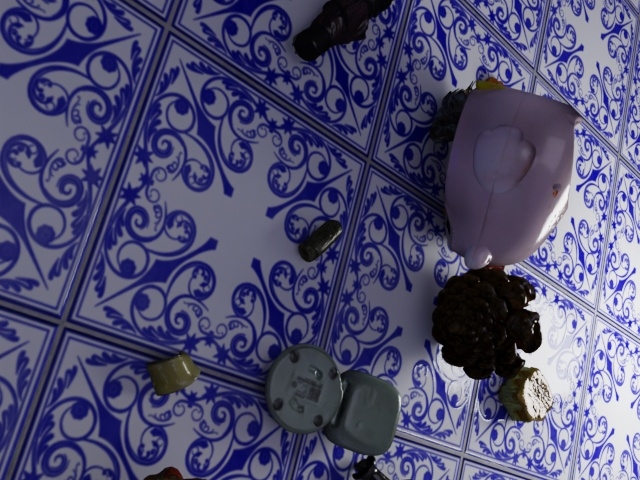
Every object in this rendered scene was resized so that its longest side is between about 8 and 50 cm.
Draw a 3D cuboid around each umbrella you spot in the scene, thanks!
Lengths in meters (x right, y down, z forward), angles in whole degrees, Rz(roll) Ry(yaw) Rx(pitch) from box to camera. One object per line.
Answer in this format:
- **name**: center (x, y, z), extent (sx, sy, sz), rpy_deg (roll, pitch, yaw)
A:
- **umbrella**: center (0.058, -0.443, 1.435), extent (0.326, 0.090, 0.094), rpy_deg (-45, 139, -35)

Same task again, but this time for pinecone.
- **pinecone**: center (0.368, 0.174, 1.600), extent (0.309, 0.244, 0.244), rpy_deg (-18, 100, -53)

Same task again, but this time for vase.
- **vase**: center (0.137, 0.496, 1.454), extent (0.183, 0.120, 0.120), rpy_deg (46, 57, -10)

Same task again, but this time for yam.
- **yam**: center (0.000, 0.000, 1.388), extent (0.094, 0.043, 0.043), rpy_deg (-43, 116, -38)

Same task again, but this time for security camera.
- **security camera**: center (0.018, 0.294, 1.371), extent (0.301, 0.080, 0.157), rpy_deg (28, 71, -28)

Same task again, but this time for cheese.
- **cheese**: center (-0.224, 0.203, 1.169), extent (0.084, 0.041, 0.060), rpy_deg (-25, 102, -40)

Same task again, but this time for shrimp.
- **shrimp**: center (0.306, -0.296, 1.668), extent (0.090, 0.079, 0.233), rpy_deg (57, 49, -31)

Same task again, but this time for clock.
- **clock**: center (0.406, -0.126, 1.586), extent (0.368, 0.250, 0.377), rpy_deg (-14, 119, -71)

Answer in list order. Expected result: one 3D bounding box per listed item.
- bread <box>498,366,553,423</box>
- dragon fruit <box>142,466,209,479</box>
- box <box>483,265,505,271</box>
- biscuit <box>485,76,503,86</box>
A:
- **bread**: center (0.499, 0.381, 1.813), extent (0.128, 0.069, 0.140), rpy_deg (-46, 117, -33)
- **dragon fruit**: center (-0.230, 0.478, 0.995), extent (0.277, 0.277, 0.343), rpy_deg (24, 85, -39)
- **box**: center (0.409, 0.051, 1.779), extent (0.082, 0.023, 0.052), rpy_deg (36, 65, -36)
- **biscuit**: center (0.428, -0.360, 1.824), extent (0.091, 0.015, 0.078), rpy_deg (47, 57, -31)
